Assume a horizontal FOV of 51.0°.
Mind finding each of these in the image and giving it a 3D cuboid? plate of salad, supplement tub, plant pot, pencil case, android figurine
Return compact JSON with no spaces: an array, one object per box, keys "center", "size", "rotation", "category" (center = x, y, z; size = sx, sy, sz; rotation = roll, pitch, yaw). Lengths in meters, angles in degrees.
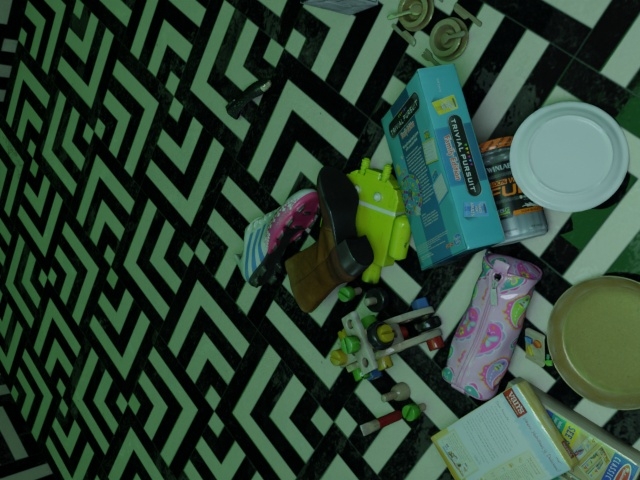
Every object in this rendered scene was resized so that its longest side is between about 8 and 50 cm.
[{"center":[0.438,-0.147,1.190],"size":[0.199,0.048,0.200],"rotation":[-1,84,12],"category":"plate of salad"},{"center":[0.347,-0.091,1.257],"size":[0.117,0.117,0.191],"rotation":[-19,82,41],"category":"supplement tub"},{"center":[0.520,0.178,1.185],"size":[0.236,0.032,0.237],"rotation":[5,98,42],"category":"plant pot"},{"center":[0.327,0.162,1.298],"size":[0.124,0.124,0.284],"rotation":[30,114,36],"category":"pencil case"},{"center":[0.106,-0.047,1.521],"size":[0.248,0.056,0.273],"rotation":[26,112,38],"category":"android figurine"}]

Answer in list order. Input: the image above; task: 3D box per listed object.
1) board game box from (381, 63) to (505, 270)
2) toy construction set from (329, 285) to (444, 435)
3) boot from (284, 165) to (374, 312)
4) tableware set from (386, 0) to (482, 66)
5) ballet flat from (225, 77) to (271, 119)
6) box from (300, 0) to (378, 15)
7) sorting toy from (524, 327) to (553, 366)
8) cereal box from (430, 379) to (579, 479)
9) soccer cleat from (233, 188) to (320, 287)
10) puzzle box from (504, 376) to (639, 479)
[{"center":[0.226,-0.129,1.299],"size":[0.254,0.079,0.336],"rotation":[134,123,-75],"category":"board game box"},{"center":[0.105,0.262,1.426],"size":[0.257,0.237,0.309],"rotation":[-2,93,42],"category":"toy construction set"},{"center":[0.000,0.000,1.553],"size":[0.280,0.096,0.264],"rotation":[-41,68,51],"category":"boot"},{"center":[0.224,-0.447,1.385],"size":[0.194,0.039,0.128],"rotation":[50,124,26],"category":"tableware set"},{"center":[-0.184,-0.375,1.763],"size":[0.173,0.057,0.049],"rotation":[-25,118,41],"category":"ballet flat"},{"center":[0.030,-0.656,1.457],"size":[0.087,0.169,0.290],"rotation":[-4,93,44],"category":"box"},{"center":[0.412,0.206,1.269],"size":[0.083,0.012,0.062],"rotation":[-151,58,-68],"category":"sorting toy"},{"center":[0.344,0.399,1.283],"size":[0.240,0.047,0.173],"rotation":[-44,65,35],"category":"cereal box"},{"center":[-0.125,-0.027,1.686],"size":[0.143,0.116,0.331],"rotation":[51,124,26],"category":"soccer cleat"},{"center":[0.415,0.508,1.297],"size":[0.272,0.052,0.409],"rotation":[30,113,35],"category":"puzzle box"}]
